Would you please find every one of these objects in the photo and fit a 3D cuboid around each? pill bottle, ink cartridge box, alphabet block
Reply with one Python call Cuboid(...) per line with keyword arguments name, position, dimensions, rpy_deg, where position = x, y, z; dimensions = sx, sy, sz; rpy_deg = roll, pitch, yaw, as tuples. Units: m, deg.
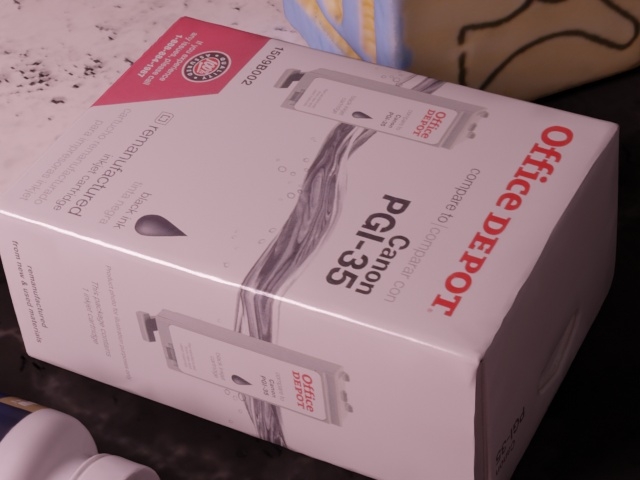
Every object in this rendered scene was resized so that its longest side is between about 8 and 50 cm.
Cuboid(name="pill bottle", position=(-0.165, 0.118, 0.710), dimensions=(0.169, 0.094, 0.094), rpy_deg=(14, 44, 20))
Cuboid(name="ink cartridge box", position=(0.000, 0.000, 0.813), dimensions=(0.283, 0.117, 0.207), rpy_deg=(16, 45, 22))
Cuboid(name="alphabet block", position=(0.093, -0.209, 0.991), dimensions=(0.197, 0.192, 0.193), rpy_deg=(-18, 45, -16))
